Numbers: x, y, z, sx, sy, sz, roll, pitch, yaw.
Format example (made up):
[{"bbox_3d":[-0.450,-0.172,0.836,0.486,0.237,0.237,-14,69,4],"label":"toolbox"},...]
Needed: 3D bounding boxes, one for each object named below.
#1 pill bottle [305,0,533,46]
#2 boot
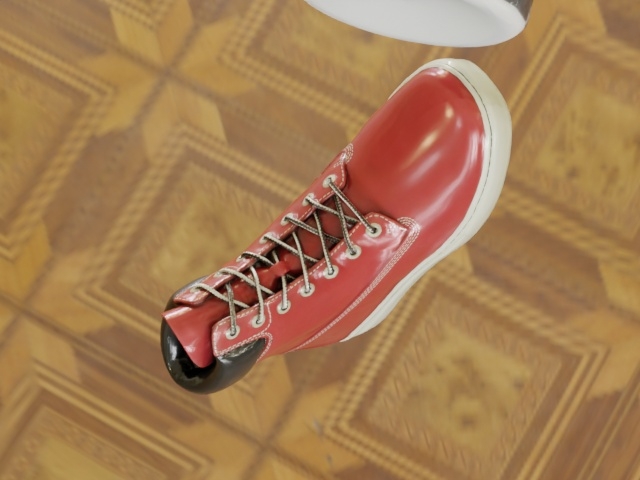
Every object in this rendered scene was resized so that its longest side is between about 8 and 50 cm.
[{"bbox_3d":[0.070,-0.237,1.054,0.130,0.130,0.245,12,80,8],"label":"pill bottle"},{"bbox_3d":[0.000,0.000,1.163,0.176,0.244,0.088,-21,65,-42],"label":"boot"}]
